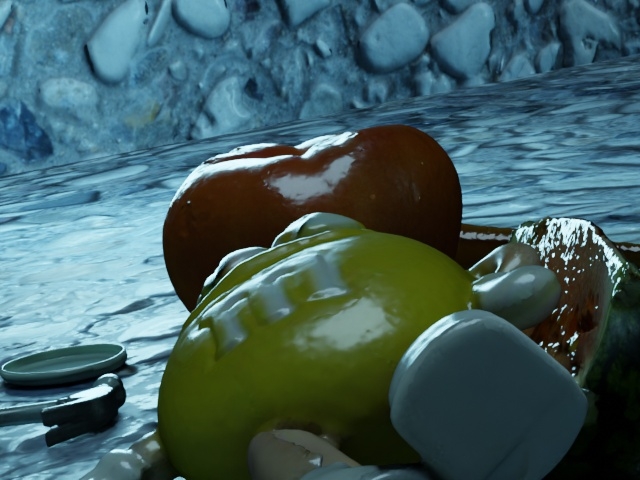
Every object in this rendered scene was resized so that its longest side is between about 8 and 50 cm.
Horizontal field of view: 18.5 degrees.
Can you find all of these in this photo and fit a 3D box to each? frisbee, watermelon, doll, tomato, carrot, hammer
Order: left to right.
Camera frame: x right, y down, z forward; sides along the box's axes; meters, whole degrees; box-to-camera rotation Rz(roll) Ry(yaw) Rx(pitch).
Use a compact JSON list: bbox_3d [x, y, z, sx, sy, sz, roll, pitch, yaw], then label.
[{"bbox_3d":[-0.276,0.140,1.490,0.246,0.029,0.103,-8,8,8],"label":"hammer"},{"bbox_3d":[-0.219,0.107,1.681,0.110,0.014,0.110,-8,8,1],"label":"frisbee"},{"bbox_3d":[-0.005,0.101,1.117,0.348,0.161,0.423,-36,16,-32],"label":"doll"},{"bbox_3d":[-0.004,0.000,1.643,0.260,0.180,0.260,-7,6,1],"label":"tomato"},{"bbox_3d":[0.155,0.015,1.837,0.336,0.069,0.069,4,13,24],"label":"carrot"},{"bbox_3d":[0.144,0.087,1.158,0.128,0.159,0.303,-30,7,0],"label":"watermelon"}]
